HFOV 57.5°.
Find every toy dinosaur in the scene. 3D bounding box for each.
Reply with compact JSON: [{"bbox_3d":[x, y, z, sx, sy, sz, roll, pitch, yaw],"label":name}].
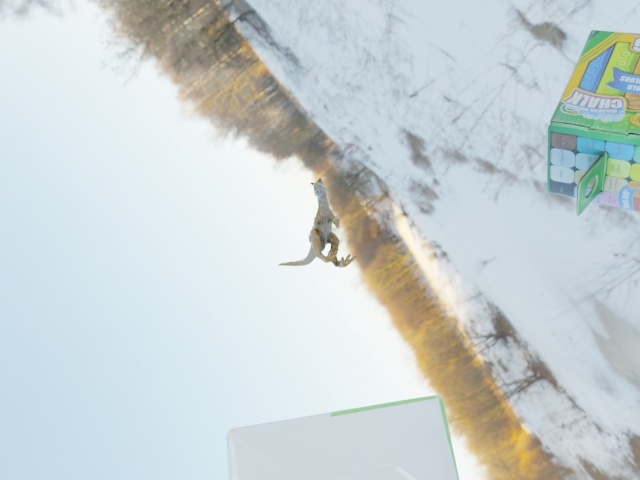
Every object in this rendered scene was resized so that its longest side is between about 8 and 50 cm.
[{"bbox_3d":[0.000,0.000,0.900,0.112,0.064,0.211,58,145,37],"label":"toy dinosaur"}]

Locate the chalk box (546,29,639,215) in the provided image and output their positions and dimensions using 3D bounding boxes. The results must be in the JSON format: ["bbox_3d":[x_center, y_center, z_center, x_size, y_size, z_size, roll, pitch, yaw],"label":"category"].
[{"bbox_3d":[0.479,-0.169,0.940,0.179,0.289,0.180,17,155,29],"label":"chalk box"}]

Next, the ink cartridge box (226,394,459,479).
[{"bbox_3d":[0.002,0.271,0.665,0.353,0.207,0.119,108,153,-67],"label":"ink cartridge box"}]
